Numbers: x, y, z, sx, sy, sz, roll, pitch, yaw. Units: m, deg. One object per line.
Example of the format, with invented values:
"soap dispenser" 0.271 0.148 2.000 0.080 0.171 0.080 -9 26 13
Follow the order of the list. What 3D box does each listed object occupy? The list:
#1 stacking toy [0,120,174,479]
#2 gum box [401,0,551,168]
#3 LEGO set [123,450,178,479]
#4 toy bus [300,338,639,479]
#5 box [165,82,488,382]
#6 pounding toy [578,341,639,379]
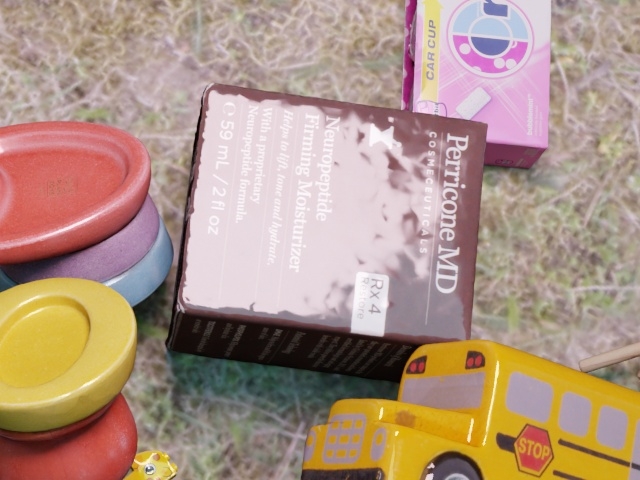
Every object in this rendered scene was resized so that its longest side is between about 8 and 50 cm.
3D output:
"stacking toy" -0.240 0.059 1.170 0.279 0.130 0.309 -5 37 7
"gum box" 0.123 -0.158 1.336 0.107 0.062 0.188 5 76 -6
"LEGO set" -0.159 0.169 1.207 0.093 0.087 0.227 -36 84 -14
"toy bus" 0.153 0.155 1.139 0.332 0.108 0.130 20 73 -30
"box" 0.000 0.000 1.227 0.203 0.167 0.168 7 75 -6
"pounding toy" 0.297 0.085 1.271 0.100 0.141 0.130 45 73 -24
